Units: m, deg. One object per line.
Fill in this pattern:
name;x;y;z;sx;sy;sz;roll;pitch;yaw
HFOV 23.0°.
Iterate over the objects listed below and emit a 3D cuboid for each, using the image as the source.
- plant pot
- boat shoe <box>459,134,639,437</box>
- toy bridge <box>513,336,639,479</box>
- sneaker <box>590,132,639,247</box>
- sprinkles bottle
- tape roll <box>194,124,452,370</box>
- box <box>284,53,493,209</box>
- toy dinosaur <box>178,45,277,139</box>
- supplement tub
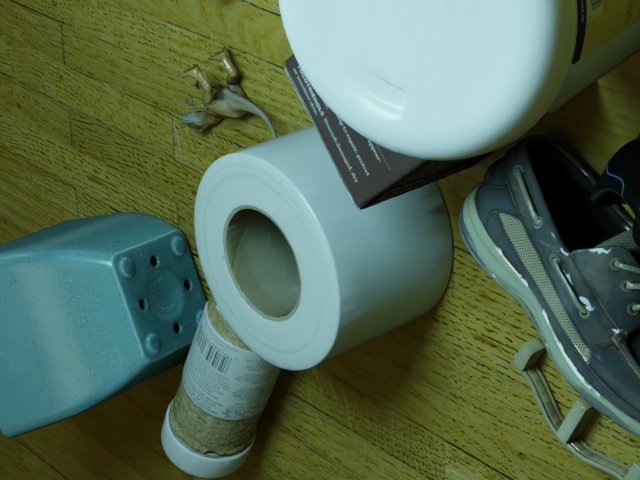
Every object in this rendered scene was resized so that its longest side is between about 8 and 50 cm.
plant pot;-0.291;0.094;2.084;0.252;0.248;0.247;-13;97;38
boat shoe;0.264;0.044;1.430;0.355;0.132;0.130;47;139;25
toy bridge;0.259;0.181;1.594;0.188;0.026;0.063;48;141;26
sneaker;0.329;-0.003;1.337;0.090;0.081;0.232;-49;53;9
sprinkles bottle;-0.106;0.151;1.966;0.121;0.121;0.355;48;140;25
tape roll;0.000;0.000;1.712;0.246;0.169;0.246;26;127;42
box;0.107;-0.158;1.492;0.203;0.168;0.167;-36;78;53
toy dinosaur;-0.104;-0.166;1.866;0.211;0.064;0.112;8;132;60
supplement tub;0.150;-0.223;1.233;0.241;0.331;0.241;17;121;30
